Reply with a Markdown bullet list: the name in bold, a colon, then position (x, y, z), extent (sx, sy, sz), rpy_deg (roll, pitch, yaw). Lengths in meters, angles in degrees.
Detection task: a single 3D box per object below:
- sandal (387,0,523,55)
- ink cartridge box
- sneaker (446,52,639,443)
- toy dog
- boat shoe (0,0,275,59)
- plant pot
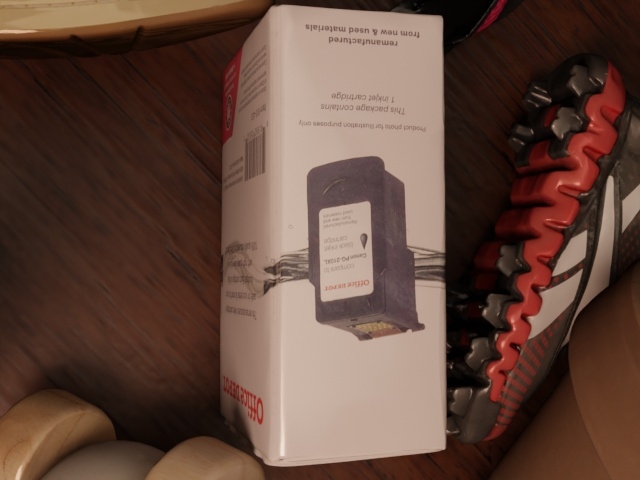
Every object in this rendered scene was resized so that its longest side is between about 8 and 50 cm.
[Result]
- **sandal**: position (0.099, -0.170, 0.680), extent (0.179, 0.040, 0.067), rpy_deg (-44, 98, -11)
- **ink cartridge box**: position (0.000, 0.000, 0.581), extent (0.100, 0.172, 0.237), rpy_deg (1, 88, -14)
- **sneaker**: position (0.169, 0.019, 0.660), extent (0.135, 0.097, 0.276), rpy_deg (25, 84, -15)
- **toy dog**: position (-0.158, 0.241, 0.538), extent (0.333, 0.220, 0.161), rpy_deg (-40, 136, -12)
- **boat shoe**: position (-0.195, -0.159, 0.505), extent (0.342, 0.123, 0.123), rpy_deg (-2, 97, -3)
- **plant pot**: position (0.204, 0.177, 0.582), extent (0.263, 0.263, 0.229), rpy_deg (35, 122, -10)
